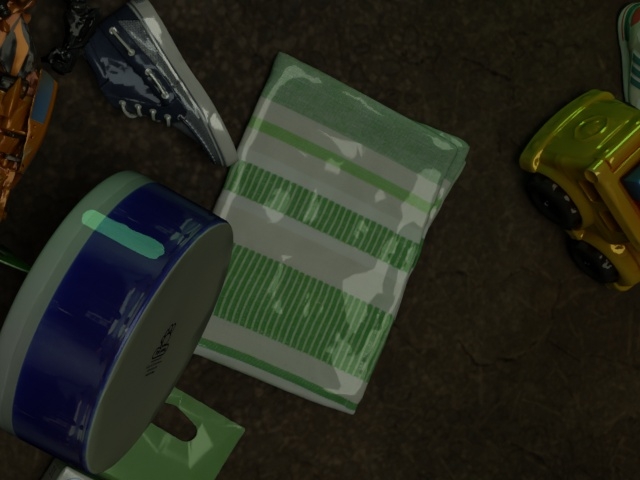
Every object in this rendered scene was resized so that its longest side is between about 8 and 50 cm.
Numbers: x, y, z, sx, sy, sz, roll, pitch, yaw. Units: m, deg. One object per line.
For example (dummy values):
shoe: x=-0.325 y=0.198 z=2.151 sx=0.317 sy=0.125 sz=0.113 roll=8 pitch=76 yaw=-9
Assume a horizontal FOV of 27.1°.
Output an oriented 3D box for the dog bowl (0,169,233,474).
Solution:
dog bowl: x=-0.187 y=0.075 z=1.213 sx=0.104 sy=0.265 sz=0.265 roll=27 pitch=87 yaw=9

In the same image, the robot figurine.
robot figurine: x=-0.320 y=-0.172 z=1.211 sx=0.211 sy=0.085 sz=0.291 roll=15 pitch=89 yaw=-14

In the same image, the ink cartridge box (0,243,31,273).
ink cartridge box: x=-0.394 y=0.014 z=1.163 sx=0.255 sy=0.189 sz=0.097 roll=23 pitch=88 yaw=-24

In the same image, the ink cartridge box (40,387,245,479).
ink cartridge box: x=-0.196 y=0.263 z=1.360 sx=0.171 sy=0.056 sz=0.235 roll=34 pitch=87 yaw=-23

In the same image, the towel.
towel: x=0.000 y=0.000 z=1.408 sx=0.247 sy=0.038 sz=0.325 roll=23 pitch=89 yaw=-23

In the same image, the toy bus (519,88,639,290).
toy bus: x=0.359 y=-0.045 z=1.456 sx=0.149 sy=0.211 sz=0.220 roll=-42 pitch=113 yaw=-13

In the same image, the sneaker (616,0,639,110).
sneaker: x=0.387 y=-0.194 z=1.516 sx=0.057 sy=0.075 sz=0.161 roll=-18 pitch=104 yaw=-19

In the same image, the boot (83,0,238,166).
boot: x=-0.162 y=-0.140 z=1.309 sx=0.086 sy=0.069 sz=0.190 roll=-33 pitch=101 yaw=-7
